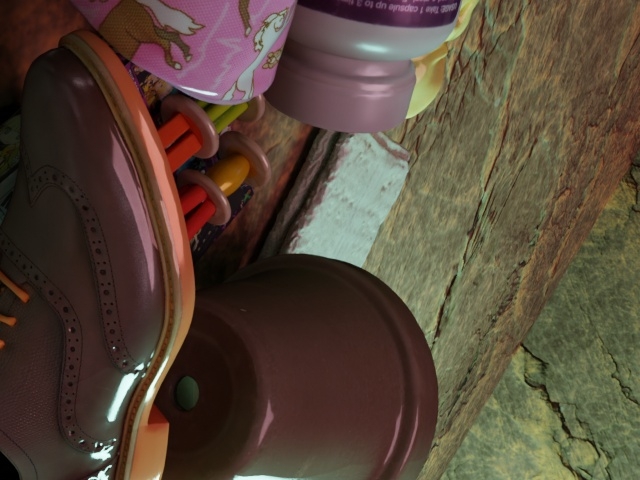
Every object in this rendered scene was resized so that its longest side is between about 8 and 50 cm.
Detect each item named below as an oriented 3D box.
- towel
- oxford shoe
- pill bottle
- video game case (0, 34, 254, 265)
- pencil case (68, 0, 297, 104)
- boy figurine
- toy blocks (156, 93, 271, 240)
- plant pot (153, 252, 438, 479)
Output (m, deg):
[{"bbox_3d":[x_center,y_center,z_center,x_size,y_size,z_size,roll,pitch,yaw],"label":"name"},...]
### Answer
[{"bbox_3d":[0.000,0.000,1.003,0.282,0.049,0.187,-63,154,3],"label":"towel"},{"bbox_3d":[-0.167,0.053,0.558,0.133,0.130,0.363,-16,127,-35],"label":"oxford shoe"},{"bbox_3d":[0.038,-0.243,0.687,0.169,0.169,0.301,-30,139,-50],"label":"pill bottle"},{"bbox_3d":[-0.147,-0.039,0.686,0.210,0.042,0.232,-51,153,-22],"label":"video game case"},{"bbox_3d":[0.000,-0.262,0.486,0.160,0.167,0.386,12,127,-39],"label":"pencil case"},{"bbox_3d":[0.123,-0.263,0.920,0.285,0.092,0.177,-64,-178,11],"label":"boy figurine"},{"bbox_3d":[-0.103,-0.043,0.651,0.148,0.054,0.123,-47,152,-31],"label":"toy blocks"},{"bbox_3d":[-0.056,0.134,0.779,0.229,0.263,0.263,16,101,-63],"label":"plant pot"}]
